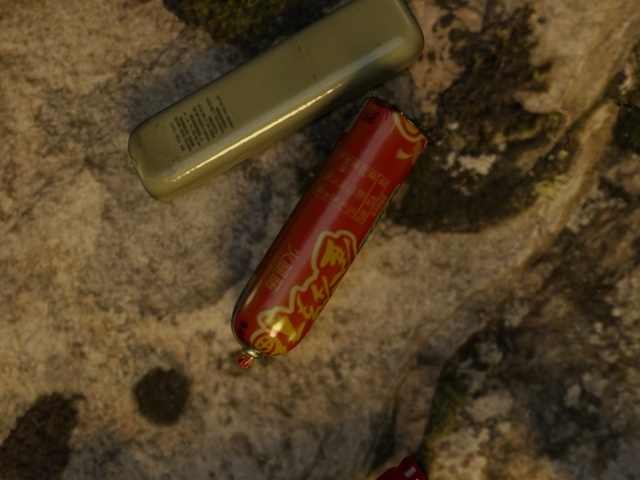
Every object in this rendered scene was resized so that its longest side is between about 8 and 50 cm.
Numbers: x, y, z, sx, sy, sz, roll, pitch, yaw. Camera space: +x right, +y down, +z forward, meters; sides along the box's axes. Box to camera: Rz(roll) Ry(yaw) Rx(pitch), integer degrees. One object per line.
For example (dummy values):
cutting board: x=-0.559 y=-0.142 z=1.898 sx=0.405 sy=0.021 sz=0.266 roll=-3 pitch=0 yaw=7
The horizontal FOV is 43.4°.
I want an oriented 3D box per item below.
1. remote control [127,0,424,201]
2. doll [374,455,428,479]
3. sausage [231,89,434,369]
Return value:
remote control: x=-0.049 y=-0.142 z=0.772 sx=0.309 sy=0.038 sz=0.090 roll=-30 pitch=71 yaw=6
doll: x=-0.041 y=0.318 z=0.571 sx=0.384 sy=0.099 sz=0.188 roll=-31 pitch=32 yaw=-10
sausage: x=0.000 y=0.000 z=0.711 sx=0.083 sy=0.083 sz=0.264 roll=32 pitch=89 yaw=19
